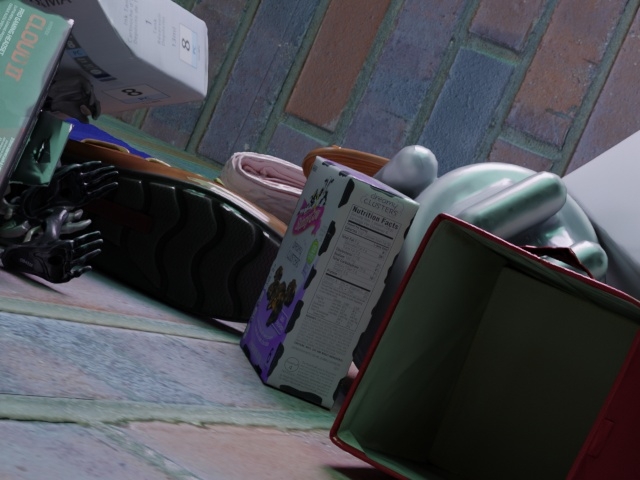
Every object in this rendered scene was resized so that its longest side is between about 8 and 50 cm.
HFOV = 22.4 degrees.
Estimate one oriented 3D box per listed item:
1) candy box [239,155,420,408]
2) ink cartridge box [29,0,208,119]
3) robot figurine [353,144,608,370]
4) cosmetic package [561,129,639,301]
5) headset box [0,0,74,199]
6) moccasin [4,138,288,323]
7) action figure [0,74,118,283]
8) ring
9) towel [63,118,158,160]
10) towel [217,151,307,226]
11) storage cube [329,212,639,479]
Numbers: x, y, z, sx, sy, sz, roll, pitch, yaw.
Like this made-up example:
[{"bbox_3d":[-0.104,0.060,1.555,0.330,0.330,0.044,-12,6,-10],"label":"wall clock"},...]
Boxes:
[{"bbox_3d":[0.004,0.032,1.459,0.070,0.196,0.165,22,4,-13],"label":"candy box"},{"bbox_3d":[-0.325,-0.195,1.479,0.308,0.091,0.385,-5,-11,24],"label":"ink cartridge box"},{"bbox_3d":[0.138,0.053,1.537,0.300,0.199,0.353,64,-23,8],"label":"robot figurine"},{"bbox_3d":[0.493,0.066,1.524,0.394,0.329,0.327,57,1,-32],"label":"cosmetic package"},{"bbox_3d":[-0.344,-0.122,1.286,0.293,0.110,0.218,24,47,-10],"label":"headset box"},{"bbox_3d":[-0.179,-0.019,1.633,0.380,0.139,0.147,15,11,9],"label":"moccasin"},{"bbox_3d":[-0.270,-0.066,1.479,0.140,0.164,0.275,-8,29,-29],"label":"action figure"},{"bbox_3d":[0.135,-0.022,1.762,0.336,0.032,0.336,26,-11,6],"label":"ring"},{"bbox_3d":[-0.331,-0.105,2.259,0.227,0.076,0.308,10,14,-46],"label":"towel"},{"bbox_3d":[0.000,0.000,2.088,0.317,0.053,0.332,22,-19,-8],"label":"towel"},{"bbox_3d":[0.157,0.116,1.211,0.183,0.215,0.193,26,-2,31],"label":"storage cube"}]
